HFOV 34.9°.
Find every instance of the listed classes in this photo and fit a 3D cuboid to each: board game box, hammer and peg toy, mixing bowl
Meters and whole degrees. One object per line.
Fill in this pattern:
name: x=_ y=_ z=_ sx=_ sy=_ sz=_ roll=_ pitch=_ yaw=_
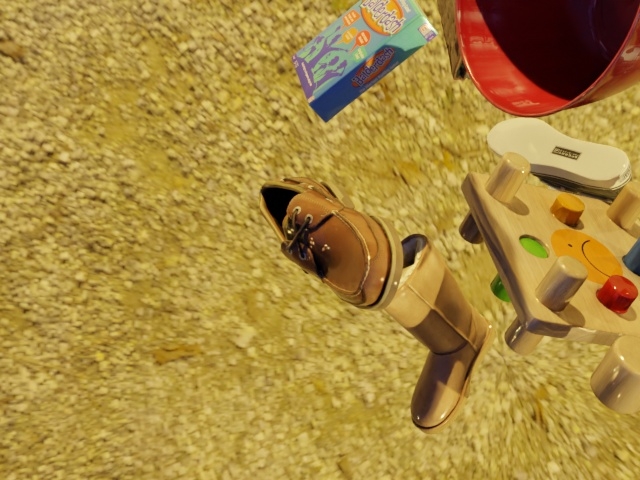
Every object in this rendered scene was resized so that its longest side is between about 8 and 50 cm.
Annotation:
board game box: x=0.061 y=-0.291 z=1.529 sx=0.210 sy=0.047 sz=0.160 roll=-37 pitch=35 yaw=14
hammer and peg toy: x=0.321 y=0.065 z=1.151 sx=0.266 sy=0.361 sz=0.127 roll=10 pitch=129 yaw=-23
mixing bowl: x=0.183 y=-0.167 z=0.676 sx=0.098 sy=0.181 sz=0.181 roll=3 pitch=82 yaw=-30

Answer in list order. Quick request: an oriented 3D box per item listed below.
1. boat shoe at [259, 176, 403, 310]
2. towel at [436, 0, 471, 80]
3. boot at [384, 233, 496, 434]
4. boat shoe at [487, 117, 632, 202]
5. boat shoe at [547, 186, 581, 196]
boat shoe: x=0.000 y=0.000 z=1.212 sx=0.105 sy=0.307 sz=0.110 roll=13 pitch=101 yaw=-22
towel: x=0.161 y=-0.371 z=1.018 sx=0.040 sy=0.370 sz=0.271 roll=-3 pitch=64 yaw=-6
boot: x=0.162 y=0.154 z=1.643 sx=0.089 sy=0.269 sz=0.236 roll=11 pitch=64 yaw=42
boat shoe: x=0.320 y=-0.102 z=1.376 sx=0.219 sy=0.070 sz=0.078 roll=28 pitch=69 yaw=41
boat shoe: x=0.482 y=-0.020 z=1.853 sx=0.114 sy=0.302 sz=0.091 roll=-36 pitch=57 yaw=12
